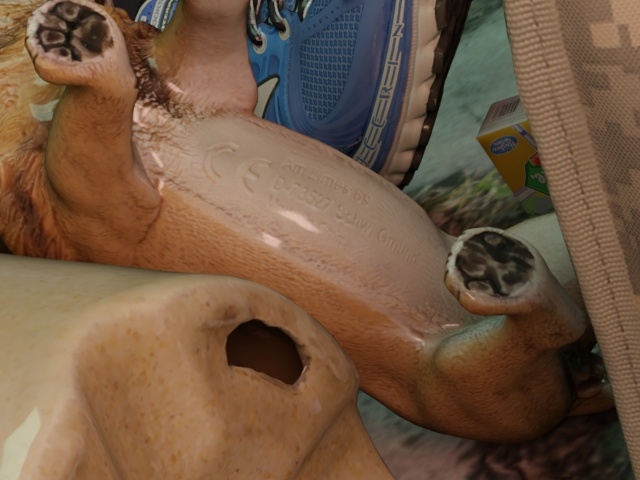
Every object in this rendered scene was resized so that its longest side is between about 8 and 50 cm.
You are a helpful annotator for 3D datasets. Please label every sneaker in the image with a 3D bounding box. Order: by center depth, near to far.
[{"bbox_3d":[-0.019,-0.084,0.852,0.330,0.147,0.130,120,170,-58],"label":"sneaker"}]

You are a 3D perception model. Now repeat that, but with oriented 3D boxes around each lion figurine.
[{"bbox_3d":[0.000,0.000,0.719,0.142,0.392,0.240,-51,-10,-27],"label":"lion figurine"}]

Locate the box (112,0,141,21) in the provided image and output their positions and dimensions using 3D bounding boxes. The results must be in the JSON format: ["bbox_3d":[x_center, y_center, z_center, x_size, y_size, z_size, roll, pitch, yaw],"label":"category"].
[{"bbox_3d":[-0.246,-0.174,1.418,0.395,0.212,0.293,-18,29,38],"label":"box"}]

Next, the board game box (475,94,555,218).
[{"bbox_3d":[0.155,-0.032,0.737,0.154,0.103,0.026,-18,30,37],"label":"board game box"}]

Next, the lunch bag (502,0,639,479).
[{"bbox_3d":[0.178,-0.041,0.422,0.235,0.287,0.169,-4,36,24],"label":"lunch bag"}]

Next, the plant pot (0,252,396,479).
[{"bbox_3d":[-0.147,0.130,0.650,0.305,0.334,0.334,-3,39,33],"label":"plant pot"}]
